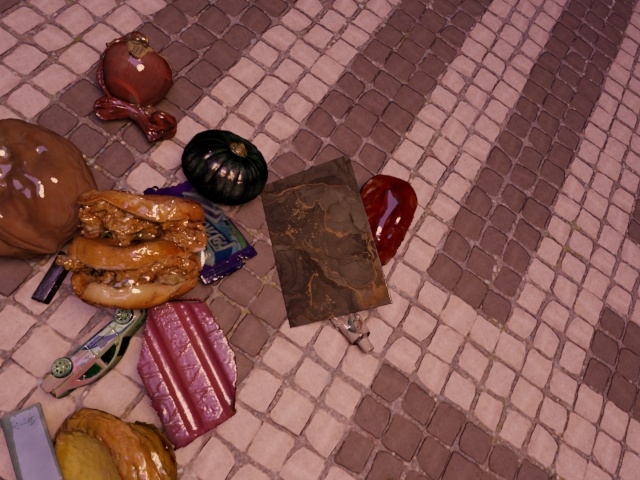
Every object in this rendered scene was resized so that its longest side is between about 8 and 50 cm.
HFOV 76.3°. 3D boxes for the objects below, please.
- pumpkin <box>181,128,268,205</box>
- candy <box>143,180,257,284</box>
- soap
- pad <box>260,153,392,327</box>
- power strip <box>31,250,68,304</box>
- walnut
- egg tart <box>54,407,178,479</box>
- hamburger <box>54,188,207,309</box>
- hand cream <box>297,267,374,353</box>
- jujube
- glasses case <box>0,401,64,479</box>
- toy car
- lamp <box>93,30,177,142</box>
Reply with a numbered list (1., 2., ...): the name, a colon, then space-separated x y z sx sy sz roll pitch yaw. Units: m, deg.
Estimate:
1. pumpkin: -0.215 -0.171 0.938 0.202 0.140 0.202 24 39 -21
2. candy: -0.275 -0.037 0.942 0.145 0.070 0.275 -32 78 -28
3. soap: -0.271 0.241 0.828 0.182 0.112 0.289 -28 81 -21
4. pad: 0.000 0.000 0.959 0.248 0.007 0.367 -17 76 14
5. power strip: -0.554 0.078 0.850 0.029 0.038 0.111 24 70 -7
6. walnut: -0.581 -0.095 0.797 0.273 0.227 0.273 4 76 -17
7. egg tart: -0.345 0.418 0.712 0.123 0.294 0.293 -7 69 -59
8. hamburger: -0.360 0.007 0.785 0.261 0.245 0.211 -4 102 -48
9. hand cream: 0.046 0.154 0.969 0.084 0.050 0.257 -30 75 -22
10. jujube: 0.147 -0.049 1.003 0.155 0.155 0.230 26 73 -5
11. glasses case: -0.487 0.428 0.698 0.056 0.105 0.266 -5 59 -55
12. toy car: -0.428 0.216 0.805 0.076 0.090 0.224 45 72 2
13. lamp: -0.426 -0.371 0.978 0.215 0.151 0.223 21 112 -1
